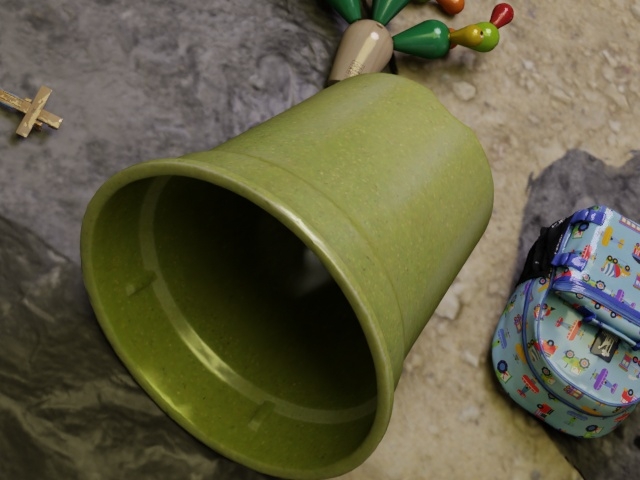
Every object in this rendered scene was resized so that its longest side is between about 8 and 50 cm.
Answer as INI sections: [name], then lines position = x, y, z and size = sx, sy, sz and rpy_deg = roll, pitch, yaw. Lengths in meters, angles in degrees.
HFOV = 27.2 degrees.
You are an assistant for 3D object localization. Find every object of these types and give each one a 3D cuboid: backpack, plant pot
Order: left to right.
[plant pot]
position = 0.000, 0.000, 1.035
size = 0.276, 0.276, 0.254
rpy_deg = 46, 49, 0
[backpack]
position = 0.240, 0.078, 1.165
size = 0.158, 0.117, 0.173
rpy_deg = 34, 64, -6

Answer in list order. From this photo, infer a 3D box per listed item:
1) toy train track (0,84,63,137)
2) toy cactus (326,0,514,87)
[toy train track]
position = -0.254, -0.113, 1.099
size = 0.083, 0.014, 0.048
rpy_deg = 26, 69, -4
[toy cactus]
position = 0.066, -0.213, 1.227
size = 0.219, 0.112, 0.180
rpy_deg = 32, 71, -17
